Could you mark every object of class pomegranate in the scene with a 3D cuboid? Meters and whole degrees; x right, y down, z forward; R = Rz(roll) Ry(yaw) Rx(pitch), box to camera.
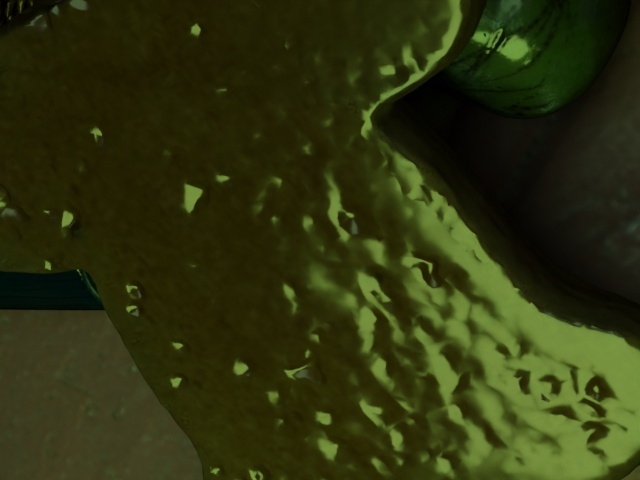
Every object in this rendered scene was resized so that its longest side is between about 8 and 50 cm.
[{"bbox_3d":[0.077,-0.118,1.017,0.152,0.131,0.191,45,117,13],"label":"pomegranate"}]

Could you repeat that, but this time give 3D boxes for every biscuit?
[{"bbox_3d":[0.000,0.000,1.005,0.368,0.076,0.394,-30,105,31],"label":"biscuit"}]

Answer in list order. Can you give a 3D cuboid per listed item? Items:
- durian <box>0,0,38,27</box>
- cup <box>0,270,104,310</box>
[{"bbox_3d":[-0.201,-0.178,1.136,0.168,0.158,0.137,-46,58,22],"label":"durian"},{"bbox_3d":[-0.184,-0.028,1.156,0.138,0.113,0.150,1,94,24],"label":"cup"}]
